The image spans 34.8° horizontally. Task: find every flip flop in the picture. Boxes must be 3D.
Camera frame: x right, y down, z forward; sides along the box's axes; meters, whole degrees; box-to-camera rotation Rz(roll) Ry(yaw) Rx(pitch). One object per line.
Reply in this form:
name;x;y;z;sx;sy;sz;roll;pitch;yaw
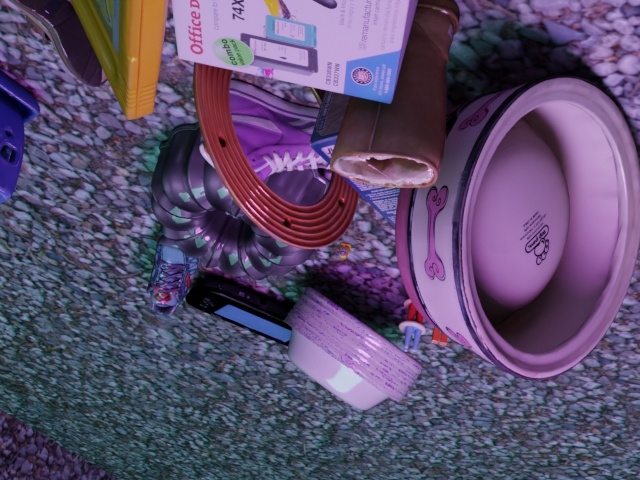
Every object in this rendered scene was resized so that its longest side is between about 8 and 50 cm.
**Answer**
flip flop;-0.379;-0.330;1.444;0.080;0.112;0.277;23;165;43

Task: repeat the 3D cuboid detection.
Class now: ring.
ring;-0.056;-0.147;1.362;0.032;0.336;0.336;-19;137;35

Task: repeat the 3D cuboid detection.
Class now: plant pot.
plant pot;-0.616;-0.185;1.669;0.236;0.212;0.236;-15;138;41

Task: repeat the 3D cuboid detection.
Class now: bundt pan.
bundt pan;-0.145;-0.048;1.746;0.331;0.124;0.330;14;145;10

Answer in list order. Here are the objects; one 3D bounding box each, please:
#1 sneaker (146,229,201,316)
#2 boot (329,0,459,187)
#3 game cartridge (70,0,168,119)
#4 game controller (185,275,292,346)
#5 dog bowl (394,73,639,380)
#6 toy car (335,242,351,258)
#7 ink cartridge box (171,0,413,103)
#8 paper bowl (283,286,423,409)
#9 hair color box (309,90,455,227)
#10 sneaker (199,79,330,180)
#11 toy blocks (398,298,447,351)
sneaker;-0.293;0.074;2.055;0.104;0.125;0.262;15;150;-2
boot;0.052;-0.199;1.293;0.236;0.269;0.089;3;148;19
game cartridge;-0.260;-0.343;1.212;0.053;0.285;0.323;-19;159;-23
game controller;-0.132;0.168;2.204;0.319;0.067;0.166;25;149;-17
dog bowl;0.269;-0.024;1.405;0.150;0.408;0.408;9;156;47
toy car;0.000;0.000;1.886;0.122;0.040;0.060;17;150;-3
ink cartridge box;-0.019;-0.318;1.195;0.270;0.197;0.198;12;150;5
paper bowl;0.050;0.227;2.022;0.284;0.148;0.284;36;176;3
hair color box;0.141;-0.118;1.490;0.105;0.173;0.347;-10;142;38
sneaker;-0.050;-0.127;1.575;0.282;0.161;0.102;16;149;-6
toy blocks;0.207;0.159;1.958;0.123;0.148;0.054;32;146;-27
